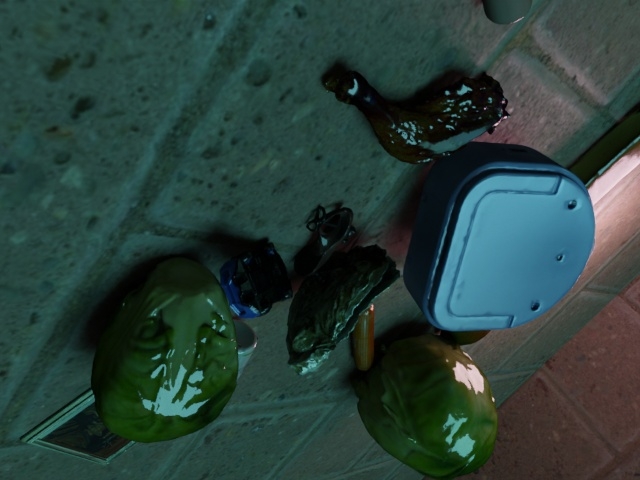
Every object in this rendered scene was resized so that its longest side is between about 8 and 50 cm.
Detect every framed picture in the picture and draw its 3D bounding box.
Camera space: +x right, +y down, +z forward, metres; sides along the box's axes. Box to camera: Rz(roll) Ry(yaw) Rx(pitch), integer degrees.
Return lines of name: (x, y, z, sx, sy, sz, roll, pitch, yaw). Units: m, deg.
framed picture: (-0.394, 0.345, 1.231, 0.216, 0.016, 0.273, -36, 149, -4)

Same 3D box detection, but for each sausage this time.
sausage: (0.101, 0.230, 1.548, 0.053, 0.053, 0.347, -29, 148, -15)

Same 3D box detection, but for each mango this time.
mango: (0.406, 0.214, 1.774, 0.146, 0.129, 0.289, -35, 157, -9)

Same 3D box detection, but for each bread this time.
bread: (0.709, -0.192, 1.596, 0.361, 0.077, 0.138, -44, 147, 10)

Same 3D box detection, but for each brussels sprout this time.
brussels sprout: (-0.228, 0.168, 0.993, 0.220, 0.210, 0.271, 8, 108, -30)
brussels sprout: (0.297, 0.457, 1.733, 0.343, 0.361, 0.425, -33, 154, 4)

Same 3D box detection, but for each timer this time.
timer: (0.367, -0.006, 1.296, 0.395, 0.173, 0.394, -8, 119, -14)

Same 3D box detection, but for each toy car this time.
toy car: (-0.103, 0.065, 1.045, 0.063, 0.103, 0.216, -22, 180, 13)

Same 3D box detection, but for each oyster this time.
oyster: (0.034, 0.119, 1.203, 0.268, 0.198, 0.112, -39, 114, 0)

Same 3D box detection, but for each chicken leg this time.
chicken leg: (0.162, -0.194, 1.027, 0.407, 0.096, 0.157, -4, 131, -40)

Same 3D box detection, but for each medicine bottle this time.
medicine bottle: (-0.190, 0.239, 1.232, 0.086, 0.086, 0.183, -6, 137, -41)

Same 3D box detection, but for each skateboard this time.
skateboard: (0.000, 0.000, 1.152, 0.080, 0.067, 0.151, 16, 115, -42)

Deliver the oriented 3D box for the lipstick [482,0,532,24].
lipstick: (0.233, -0.395, 0.853, 0.070, 0.070, 0.254, -40, 149, 3)
